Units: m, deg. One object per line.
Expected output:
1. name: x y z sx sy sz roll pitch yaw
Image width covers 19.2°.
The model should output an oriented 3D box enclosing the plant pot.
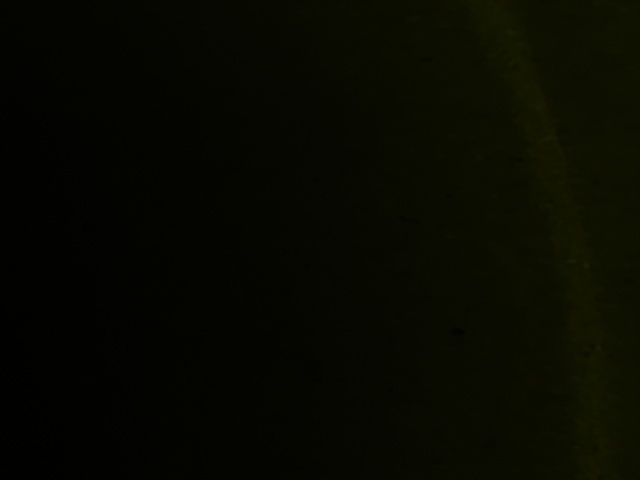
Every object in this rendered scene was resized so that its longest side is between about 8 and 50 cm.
1. plant pot: -0.140 0.047 0.377 0.366 0.367 0.353 -8 8 -32
